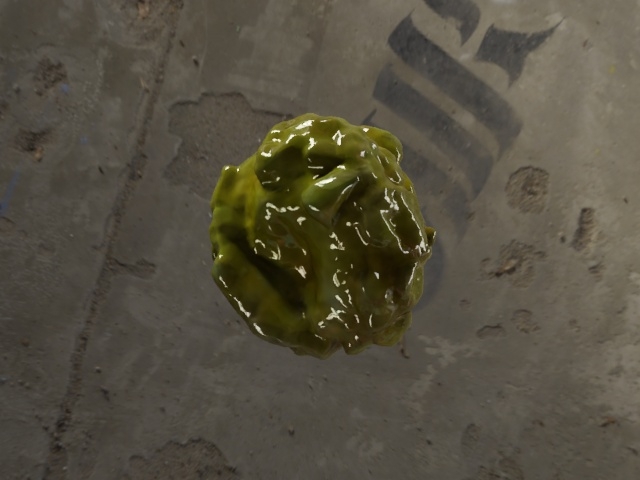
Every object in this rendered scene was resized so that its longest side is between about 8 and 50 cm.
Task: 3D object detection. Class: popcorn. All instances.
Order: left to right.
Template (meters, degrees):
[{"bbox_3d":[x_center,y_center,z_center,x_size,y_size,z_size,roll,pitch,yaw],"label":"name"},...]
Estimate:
[{"bbox_3d":[0.005,-0.002,0.569,0.197,0.155,0.198,5,100,29],"label":"popcorn"}]
